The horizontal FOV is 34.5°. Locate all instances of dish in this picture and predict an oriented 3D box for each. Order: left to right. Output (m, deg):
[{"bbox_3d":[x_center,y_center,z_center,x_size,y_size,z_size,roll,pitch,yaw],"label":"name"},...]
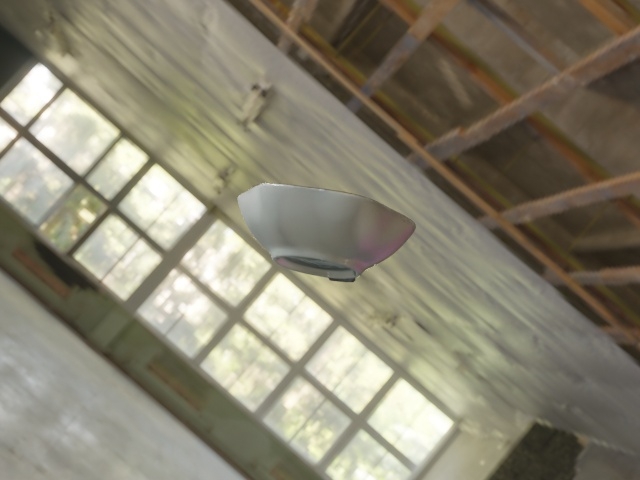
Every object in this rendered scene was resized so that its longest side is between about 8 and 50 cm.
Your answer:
[{"bbox_3d":[0.000,0.000,1.069,0.191,0.066,0.190,10,-13,2],"label":"dish"}]
